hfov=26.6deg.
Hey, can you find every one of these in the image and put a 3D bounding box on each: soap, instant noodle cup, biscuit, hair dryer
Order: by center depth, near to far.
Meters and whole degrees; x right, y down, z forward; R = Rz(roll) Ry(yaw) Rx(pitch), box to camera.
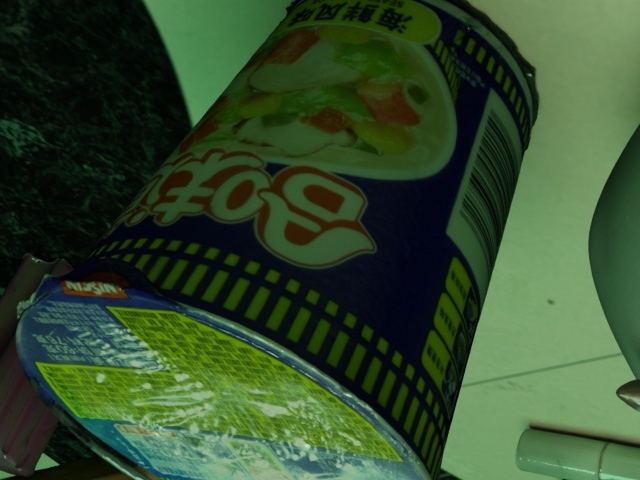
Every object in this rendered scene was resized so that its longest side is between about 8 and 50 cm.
[{"bbox_3d":[0.000,0.000,0.867,0.284,0.312,0.284,19,147,13],"label":"instant noodle cup"},{"bbox_3d":[0.258,0.273,1.260,0.155,0.044,0.183,8,106,32],"label":"hair dryer"},{"bbox_3d":[-0.302,0.129,1.390,0.065,0.203,0.122,8,146,28],"label":"soap"},{"bbox_3d":[-0.231,0.259,1.486,0.355,0.052,0.275,-5,173,-39],"label":"biscuit"}]

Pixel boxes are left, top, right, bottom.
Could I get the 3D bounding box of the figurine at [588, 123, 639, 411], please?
[{"bbox_3d":[0.327,-0.040,0.755,0.382,0.224,0.205,-25,103,24],"label":"figurine"}]
